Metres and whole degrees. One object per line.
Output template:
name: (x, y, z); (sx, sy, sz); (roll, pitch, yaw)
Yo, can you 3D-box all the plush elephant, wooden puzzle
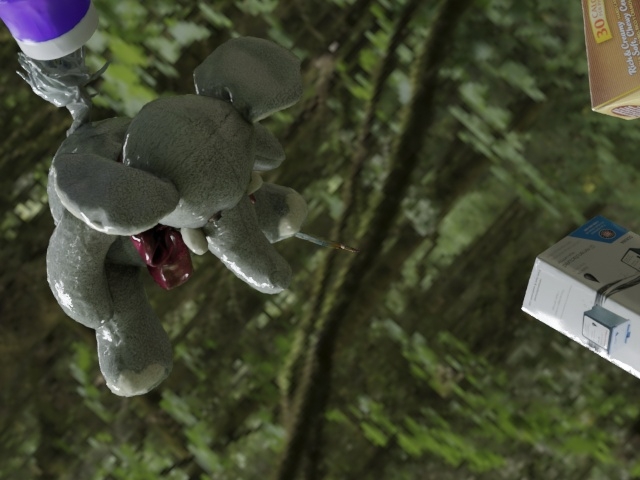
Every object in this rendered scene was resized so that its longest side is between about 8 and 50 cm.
plush elephant: (-0.121, -0.041, 1.223); (0.255, 0.272, 0.330); (11, 138, 58)
wooden puzzle: (0.000, 0.000, 1.500); (0.083, 0.006, 0.049); (19, -176, 39)

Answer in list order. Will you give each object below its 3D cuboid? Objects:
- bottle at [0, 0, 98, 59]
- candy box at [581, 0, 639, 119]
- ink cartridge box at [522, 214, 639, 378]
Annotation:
bottle: (-0.238, -0.250, 0.965); (0.092, 0.118, 0.283); (8, 145, 25)
candy box: (0.459, -0.264, 1.585); (0.316, 0.183, 0.087); (-12, 167, 41)
ink cartridge box: (0.343, 0.067, 1.515); (0.191, 0.082, 0.139); (30, -141, 29)
